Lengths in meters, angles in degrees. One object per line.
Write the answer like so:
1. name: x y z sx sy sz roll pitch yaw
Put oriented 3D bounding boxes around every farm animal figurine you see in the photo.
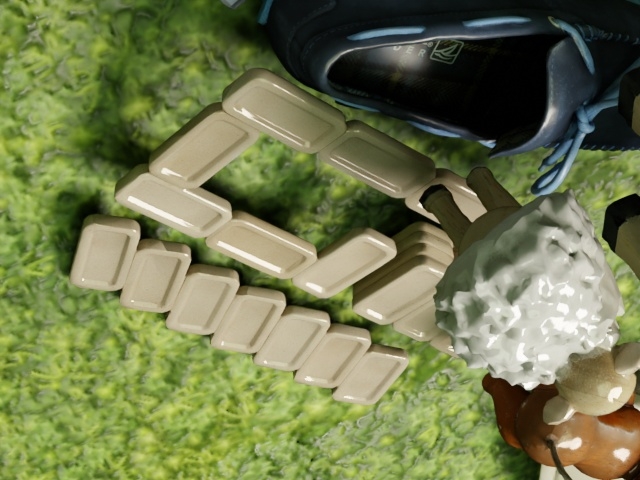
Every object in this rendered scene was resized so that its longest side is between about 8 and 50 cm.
1. farm animal figurine: 0.243 0.031 0.789 0.330 0.172 0.327 -31 143 1

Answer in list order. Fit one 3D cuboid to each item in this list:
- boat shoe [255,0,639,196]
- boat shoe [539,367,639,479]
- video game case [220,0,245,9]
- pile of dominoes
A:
1. boat shoe: 0.092 -0.071 0.795 0.258 0.089 0.109 3 128 -22
2. boat shoe: 0.226 0.183 1.057 0.117 0.096 0.324 5 137 30
3. video game case: -0.053 -0.238 0.645 0.196 0.026 0.274 -40 132 14
4. pile of dominoes: 0.000 0.000 0.852 0.251 0.040 0.196 27 136 -34
